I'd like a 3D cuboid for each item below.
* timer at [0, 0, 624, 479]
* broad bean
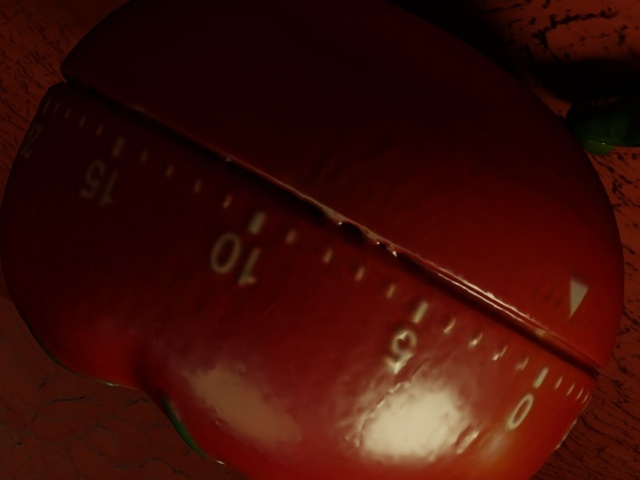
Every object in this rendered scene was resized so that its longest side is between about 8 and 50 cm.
[{"bbox_3d":[0.000,0.000,1.189,0.378,0.279,0.378,28,178,1],"label":"timer"},{"bbox_3d":[0.202,-0.067,1.137,0.061,0.046,0.195,17,176,-29],"label":"broad bean"}]
